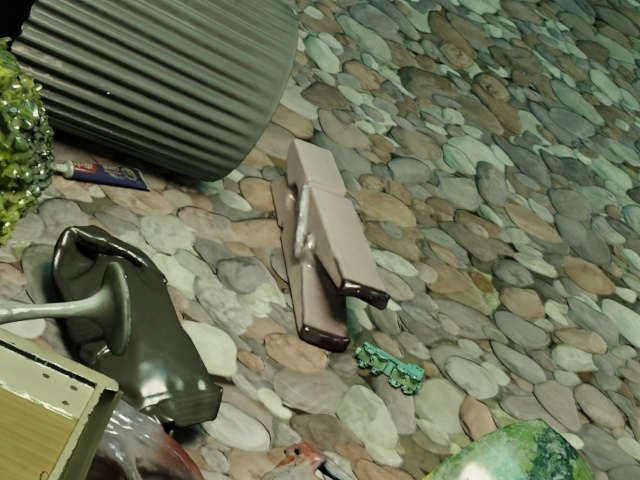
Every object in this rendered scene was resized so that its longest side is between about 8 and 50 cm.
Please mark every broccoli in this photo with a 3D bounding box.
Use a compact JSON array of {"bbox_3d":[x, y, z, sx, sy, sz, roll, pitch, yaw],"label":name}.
[{"bbox_3d":[-0.451,-0.090,1.981,0.353,0.275,0.397,-9,17,16],"label":"broccoli"}]

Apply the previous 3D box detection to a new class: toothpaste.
[{"bbox_3d":[-0.268,-0.082,2.345,0.140,0.021,0.037,7,40,-41],"label":"toothpaste"}]

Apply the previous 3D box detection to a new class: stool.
[{"bbox_3d":[-0.226,-0.248,2.372,0.330,0.297,0.297,24,30,-21],"label":"stool"}]

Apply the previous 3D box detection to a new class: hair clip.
[{"bbox_3d":[0.004,0.001,2.408,0.085,0.101,0.331,16,31,-20],"label":"hair clip"}]

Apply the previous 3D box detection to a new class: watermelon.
[{"bbox_3d":[0.188,0.327,2.050,0.260,0.176,0.256,-4,84,-48],"label":"watermelon"}]

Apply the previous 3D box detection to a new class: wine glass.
[{"bbox_3d":[-0.357,-0.008,1.899,0.309,0.096,0.264,-2,79,-20],"label":"wine glass"}]

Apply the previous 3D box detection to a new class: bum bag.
[{"bbox_3d":[-0.203,0.104,2.074,0.142,0.080,0.326,2,44,-31],"label":"bum bag"}]

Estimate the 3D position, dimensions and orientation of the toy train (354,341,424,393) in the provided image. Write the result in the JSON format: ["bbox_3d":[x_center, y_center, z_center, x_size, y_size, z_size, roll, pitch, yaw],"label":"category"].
[{"bbox_3d":[0.084,0.151,2.322,0.092,0.029,0.045,31,22,0],"label":"toy train"}]

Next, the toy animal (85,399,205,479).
[{"bbox_3d":[-0.245,0.191,1.883,0.195,0.090,0.324,-12,49,-40],"label":"toy animal"}]

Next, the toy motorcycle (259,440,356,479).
[{"bbox_3d":[0.034,0.349,1.812,0.319,0.182,0.241,41,3,16],"label":"toy motorcycle"}]

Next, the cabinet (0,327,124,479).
[{"bbox_3d":[-0.355,0.210,1.535,0.290,0.227,0.318,25,19,-4],"label":"cabinet"}]
